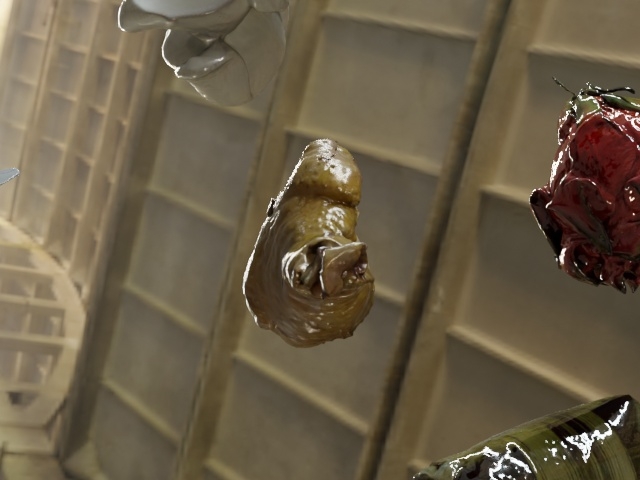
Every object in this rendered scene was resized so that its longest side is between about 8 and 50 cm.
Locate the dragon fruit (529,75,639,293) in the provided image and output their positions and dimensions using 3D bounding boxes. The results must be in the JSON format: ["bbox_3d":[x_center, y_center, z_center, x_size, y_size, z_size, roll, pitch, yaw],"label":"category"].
[{"bbox_3d":[0.350,-0.074,1.218,0.293,0.234,0.234,56,-46,23],"label":"dragon fruit"}]

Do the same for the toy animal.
[{"bbox_3d":[-0.130,-0.293,1.394,0.265,0.206,0.271,82,26,-62],"label":"toy animal"}]

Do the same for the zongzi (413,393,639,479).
[{"bbox_3d":[0.207,0.288,1.175,0.288,0.286,0.134,-45,-121,61],"label":"zongzi"}]

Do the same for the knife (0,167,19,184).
[{"bbox_3d":[-0.485,-0.047,1.242,0.058,0.244,0.032,-120,-159,-53],"label":"knife"}]

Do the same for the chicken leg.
[{"bbox_3d":[0.000,0.000,1.370,0.409,0.182,0.295,140,-41,-83],"label":"chicken leg"}]
